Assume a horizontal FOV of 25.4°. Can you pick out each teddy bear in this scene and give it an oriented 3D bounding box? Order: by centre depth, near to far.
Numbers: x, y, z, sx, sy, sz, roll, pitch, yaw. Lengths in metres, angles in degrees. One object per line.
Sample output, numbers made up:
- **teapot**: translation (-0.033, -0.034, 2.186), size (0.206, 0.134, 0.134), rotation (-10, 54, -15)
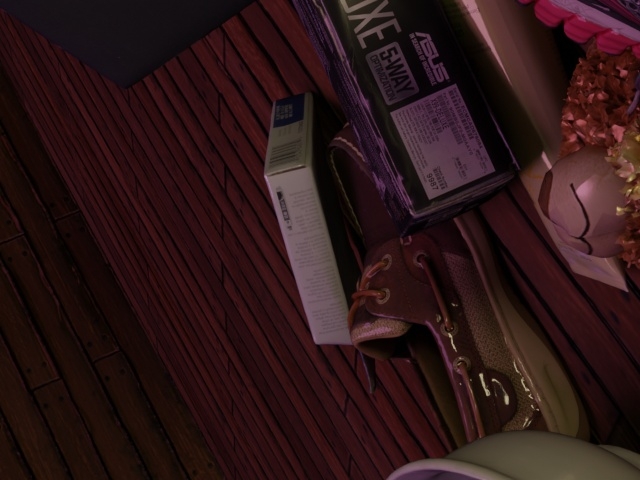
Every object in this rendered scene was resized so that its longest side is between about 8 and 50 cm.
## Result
- **teddy bear**: translation (0.209, 0.028, 0.666), size (0.338, 0.113, 0.245), rotation (52, -165, 23)

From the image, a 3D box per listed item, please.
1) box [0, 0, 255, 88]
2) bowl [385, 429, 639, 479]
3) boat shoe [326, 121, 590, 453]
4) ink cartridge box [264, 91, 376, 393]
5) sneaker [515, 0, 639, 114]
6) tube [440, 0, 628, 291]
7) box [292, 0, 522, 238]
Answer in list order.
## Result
- **box**: translation (-0.225, -0.342, 1.107), size (0.343, 0.179, 0.312), rotation (32, -150, -54)
- **bowl**: translation (0.187, 0.236, 0.982), size (0.298, 0.134, 0.297), rotation (35, 146, 28)
- **boat shoe**: translation (0.078, 0.051, 1.143), size (0.342, 0.123, 0.123), rotation (61, 162, 18)
- **ink cartridge box**: translation (0.000, 0.000, 1.303), size (0.223, 0.045, 0.224), rotation (-89, -16, -69)
- **sneaker**: translation (0.180, -0.090, 0.515), size (0.299, 0.120, 0.112), rotation (28, 171, 24)
- **tube**: translation (0.138, -0.080, 0.913), size (0.062, 0.070, 0.240), rotation (-16, 104, 32)
- **box**: translation (0.030, -0.157, 0.995), size (0.242, 0.077, 0.307), rotation (63, -177, -86)
